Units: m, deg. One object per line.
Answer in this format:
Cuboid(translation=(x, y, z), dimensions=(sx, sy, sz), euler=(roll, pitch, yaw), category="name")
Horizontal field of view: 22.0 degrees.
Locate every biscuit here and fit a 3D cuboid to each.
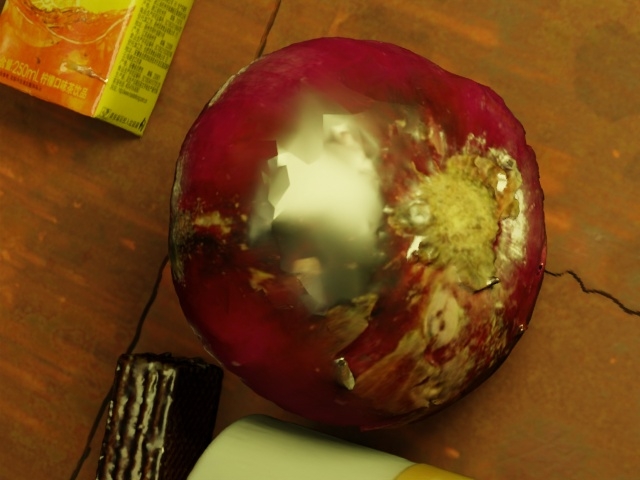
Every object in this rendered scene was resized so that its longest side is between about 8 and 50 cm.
Cuboid(translation=(-0.177, 0.300, 1.571), dimensions=(0.073, 0.107, 0.388), euler=(9, 88, 22), category="biscuit")

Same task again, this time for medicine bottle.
Cuboid(translation=(0.008, 0.291, 1.432), dimensions=(0.232, 0.238, 0.238), euler=(16, 90, 24), category="medicine bottle")

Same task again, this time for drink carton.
Cuboid(translation=(-0.196, -0.297, 1.645), dimensions=(0.154, 0.111, 0.351), euler=(22, 91, 21), category="drink carton")

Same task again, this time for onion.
Cuboid(translation=(0.000, 0.000, 1.458), dimensions=(0.385, 0.348, 0.348), euler=(-10, 79, 55), category="onion")
